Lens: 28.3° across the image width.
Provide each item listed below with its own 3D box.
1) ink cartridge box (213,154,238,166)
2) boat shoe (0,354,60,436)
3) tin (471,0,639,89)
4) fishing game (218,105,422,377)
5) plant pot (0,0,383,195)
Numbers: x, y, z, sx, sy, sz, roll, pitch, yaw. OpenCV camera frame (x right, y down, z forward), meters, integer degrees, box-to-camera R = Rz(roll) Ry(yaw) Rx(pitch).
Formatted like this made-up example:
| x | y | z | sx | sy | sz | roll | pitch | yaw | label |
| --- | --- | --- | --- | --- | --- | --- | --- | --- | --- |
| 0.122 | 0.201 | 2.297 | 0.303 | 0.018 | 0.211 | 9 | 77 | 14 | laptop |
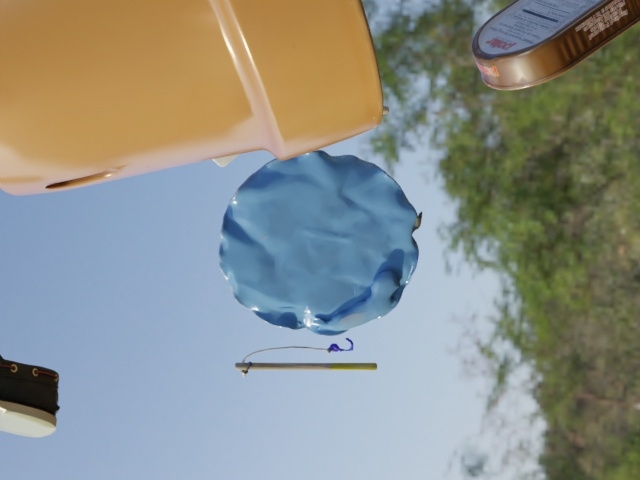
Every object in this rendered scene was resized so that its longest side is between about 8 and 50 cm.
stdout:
| x | y | z | sx | sy | sz | roll | pitch | yaw | label |
| --- | --- | --- | --- | --- | --- | --- | --- | --- | --- |
| -0.064 | -0.166 | 1.208 | 0.104 | 0.180 | 0.060 | 42 | -168 | -47 | ink cartridge box |
| -0.216 | 0.083 | 0.767 | 0.133 | 0.049 | 0.042 | 26 | -126 | -41 | boat shoe |
| 0.213 | -0.194 | 1.072 | 0.040 | 0.190 | 0.106 | 59 | 171 | -25 | tin |
| 0.000 | 0.000 | 1.165 | 0.041 | 0.189 | 0.264 | -103 | 10 | -69 | fishing game |
| -0.116 | -0.153 | 0.684 | 0.291 | 0.204 | 0.290 | 155 | 90 | -87 | plant pot |
